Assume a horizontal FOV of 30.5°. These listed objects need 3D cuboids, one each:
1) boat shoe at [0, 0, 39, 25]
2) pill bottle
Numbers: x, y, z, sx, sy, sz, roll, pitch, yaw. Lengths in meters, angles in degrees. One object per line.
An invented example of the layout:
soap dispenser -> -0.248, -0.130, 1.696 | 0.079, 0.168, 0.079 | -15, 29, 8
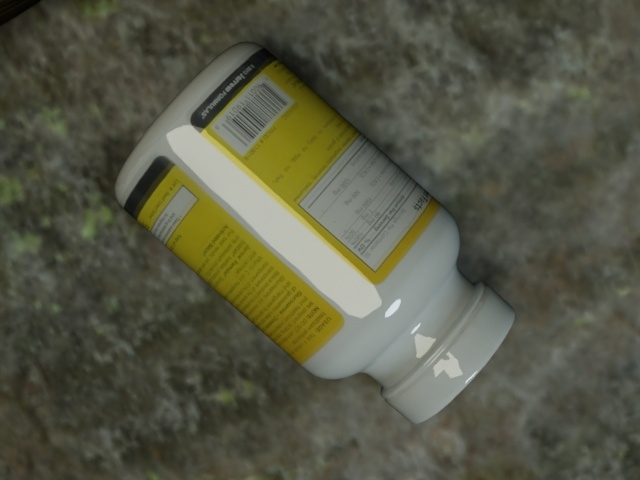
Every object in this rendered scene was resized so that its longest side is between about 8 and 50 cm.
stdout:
boat shoe -> -0.090, -0.198, 0.532 | 0.302, 0.109, 0.098 | -27, 98, 21
pill bottle -> 0.000, 0.000, 0.562 | 0.184, 0.103, 0.103 | 42, 107, -2
